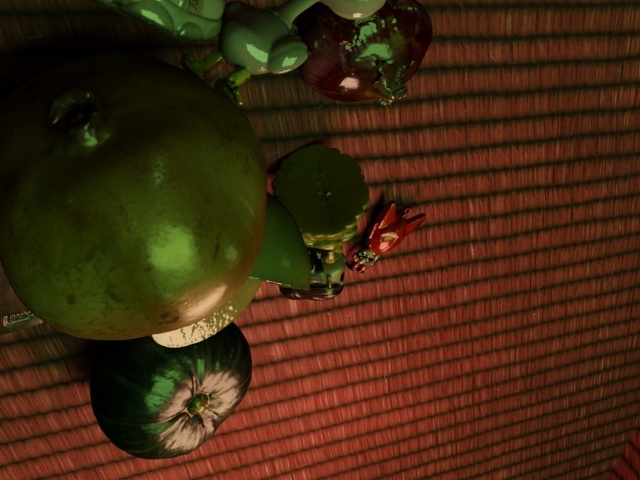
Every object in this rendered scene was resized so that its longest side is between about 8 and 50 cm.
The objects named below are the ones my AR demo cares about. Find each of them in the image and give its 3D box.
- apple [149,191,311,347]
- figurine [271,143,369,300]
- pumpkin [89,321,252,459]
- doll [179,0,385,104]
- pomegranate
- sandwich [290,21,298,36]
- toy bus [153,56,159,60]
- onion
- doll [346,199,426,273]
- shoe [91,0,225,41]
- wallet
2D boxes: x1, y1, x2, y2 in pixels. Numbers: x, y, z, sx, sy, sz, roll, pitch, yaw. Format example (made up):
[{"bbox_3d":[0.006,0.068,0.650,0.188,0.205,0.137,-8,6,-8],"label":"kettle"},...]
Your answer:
[{"bbox_3d":[-0.172,0.019,2.045,0.295,0.233,0.258,-31,164,36],"label":"apple"},{"bbox_3d":[0.004,-0.001,2.261,0.168,0.187,0.315,-32,151,-18],"label":"figurine"},{"bbox_3d":[-0.266,0.241,2.231,0.300,0.207,0.300,-21,126,-32],"label":"pumpkin"},{"bbox_3d":[-0.036,-0.338,1.839,0.365,0.160,0.094,-40,150,-27],"label":"doll"},{"bbox_3d":[-0.280,-0.065,1.732,0.417,0.416,0.416,-23,140,-21],"label":"pomegranate"},{"bbox_3d":[-0.066,-0.312,1.982,0.069,0.026,0.101,-9,133,-37],"label":"sandwich"},{"bbox_3d":[-0.228,-0.208,1.931,0.065,0.047,0.166,-33,142,-2],"label":"toy bus"},{"bbox_3d":[0.079,-0.291,2.004,0.230,0.163,0.230,-15,155,-7],"label":"onion"},{"bbox_3d":[0.120,-0.002,2.432,0.109,0.057,0.169,20,112,-46],"label":"doll"},{"bbox_3d":[-0.232,-0.388,1.646,0.351,0.172,0.198,12,105,-57],"label":"shoe"},{"bbox_3d":[-0.494,0.060,1.976,0.124,0.042,0.230,-14,135,-27],"label":"wallet"}]
